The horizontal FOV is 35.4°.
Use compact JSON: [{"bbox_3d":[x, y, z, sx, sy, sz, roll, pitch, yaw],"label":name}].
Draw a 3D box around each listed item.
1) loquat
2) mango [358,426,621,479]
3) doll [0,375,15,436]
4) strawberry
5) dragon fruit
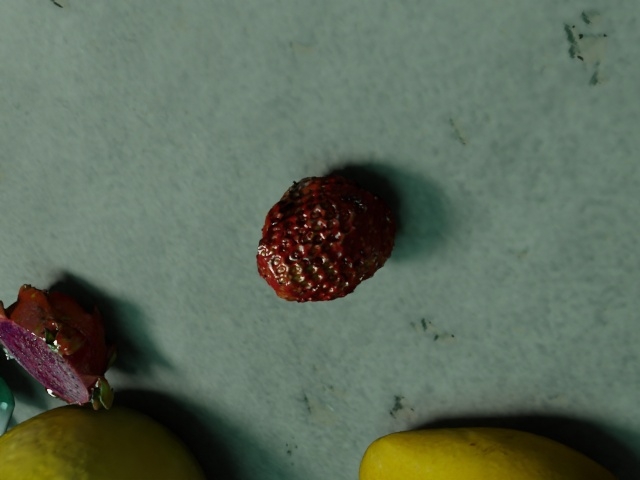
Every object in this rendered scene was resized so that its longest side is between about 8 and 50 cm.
[{"bbox_3d":[-0.222,0.286,0.879,0.275,0.275,0.274,18,132,21],"label":"loquat"},{"bbox_3d":[0.118,0.190,0.692,0.219,0.112,0.144,11,130,41],"label":"mango"},{"bbox_3d":[-0.420,0.149,1.002,0.258,0.195,0.153,29,104,47],"label":"doll"},{"bbox_3d":[0.000,0.000,0.625,0.083,0.096,0.083,28,138,28],"label":"strawberry"},{"bbox_3d":[-0.221,0.081,0.855,0.126,0.068,0.112,7,135,42],"label":"dragon fruit"}]
